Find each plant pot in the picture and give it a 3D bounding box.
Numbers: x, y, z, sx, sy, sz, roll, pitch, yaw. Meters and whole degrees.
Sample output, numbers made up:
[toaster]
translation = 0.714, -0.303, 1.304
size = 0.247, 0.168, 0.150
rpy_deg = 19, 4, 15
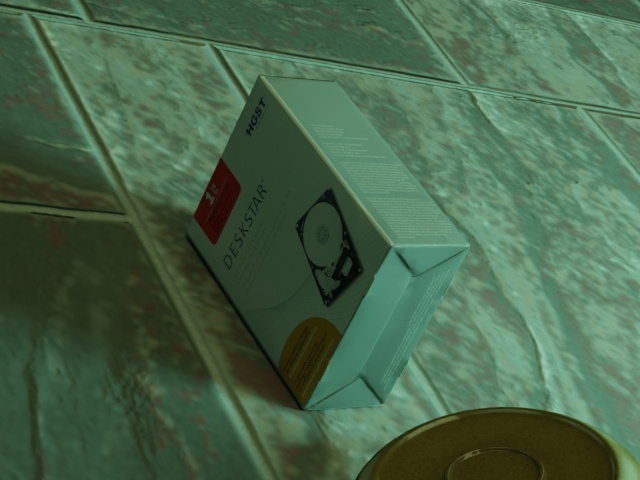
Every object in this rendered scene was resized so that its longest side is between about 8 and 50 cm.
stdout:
[plant pot]
translation = 0.133, 0.188, 1.320
size = 0.236, 0.032, 0.236
rpy_deg = -6, 26, 3

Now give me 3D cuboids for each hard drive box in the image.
[hard drive box]
translation = 0.000, 0.000, 1.477
size = 0.089, 0.181, 0.232
rpy_deg = 1, 38, -37
